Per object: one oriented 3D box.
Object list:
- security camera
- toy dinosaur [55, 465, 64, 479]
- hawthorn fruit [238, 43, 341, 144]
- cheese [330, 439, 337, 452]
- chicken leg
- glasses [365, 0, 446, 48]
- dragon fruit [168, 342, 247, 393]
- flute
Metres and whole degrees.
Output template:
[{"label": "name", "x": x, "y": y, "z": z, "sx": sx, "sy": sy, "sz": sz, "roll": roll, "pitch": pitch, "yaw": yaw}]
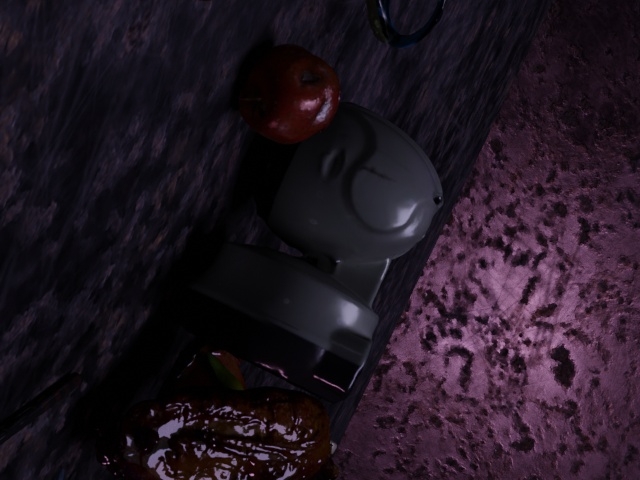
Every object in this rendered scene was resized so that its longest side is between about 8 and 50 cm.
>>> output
[{"label": "security camera", "x": 0.000, "y": 0.000, "z": 1.173, "sx": 0.277, "sy": 0.191, "sz": 0.197, "roll": -63, "pitch": 174, "yaw": -7}, {"label": "toy dinosaur", "x": -0.261, "y": 0.270, "z": 1.006, "sx": 0.197, "sy": 0.045, "sz": 0.080, "roll": -59, "pitch": -176, "yaw": 24}, {"label": "hawthorn fruit", "x": -0.031, "y": -0.126, "z": 1.029, "sx": 0.093, "sy": 0.093, "sz": 0.093, "roll": -58, "pitch": 169, "yaw": -19}, {"label": "cheese", "x": -0.108, "y": 0.365, "z": 1.665, "sx": 0.292, "sy": 0.153, "sz": 0.332, "roll": -58, "pitch": 170, "yaw": -22}, {"label": "chicken leg", "x": -0.062, "y": 0.211, "z": 1.191, "sx": 0.158, "sy": 0.096, "sz": 0.407, "roll": -25, "pitch": 157, "yaw": 23}, {"label": "glasses", "x": 0.077, "y": -0.275, "z": 1.080, "sx": 0.207, "sy": 0.102, "sz": 0.239, "roll": -45, "pitch": 160, "yaw": -58}, {"label": "dragon fruit", "x": -0.121, "y": 0.189, "z": 1.327, "sx": 0.142, "sy": 0.175, "sz": 0.138, "roll": -29, "pitch": -174, "yaw": 47}, {"label": "flute", "x": -0.246, "y": 0.153, "z": 0.863, "sx": 0.014, "sy": 0.014, "sz": 0.269, "roll": -67, "pitch": 168, "yaw": 24}]
